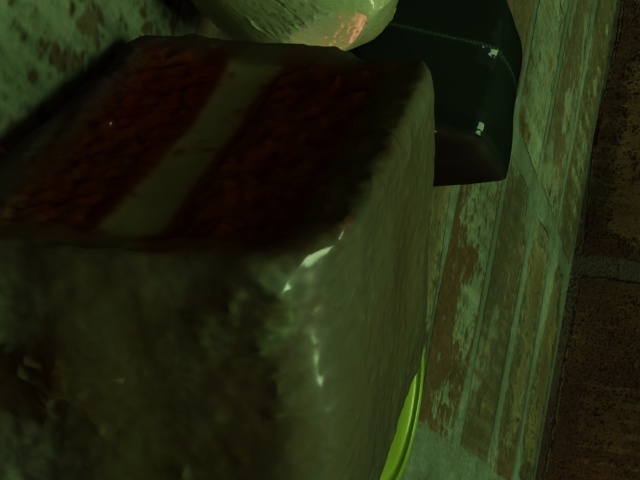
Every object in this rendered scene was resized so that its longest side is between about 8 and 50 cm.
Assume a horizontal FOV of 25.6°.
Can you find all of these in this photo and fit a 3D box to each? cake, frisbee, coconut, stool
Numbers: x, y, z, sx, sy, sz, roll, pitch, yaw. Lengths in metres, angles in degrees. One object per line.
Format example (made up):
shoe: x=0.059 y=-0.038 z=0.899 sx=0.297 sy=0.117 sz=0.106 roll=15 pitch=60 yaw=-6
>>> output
cake: x=-0.063 y=0.025 z=0.857 sx=0.309 sy=0.237 sz=0.230 roll=-61 pitch=155 yaw=-54
frisbee: x=0.094 y=0.208 z=1.782 sx=0.236 sy=0.017 sz=0.236 roll=8 pitch=90 yaw=-72
coconut: x=-0.014 y=-0.202 z=0.999 sx=0.162 sy=0.161 sz=0.161 roll=46 pitch=45 yaw=-26
stool: x=0.059 y=-0.136 z=1.197 sx=0.232 sy=0.232 sz=0.141 roll=41 pitch=57 yaw=-69
